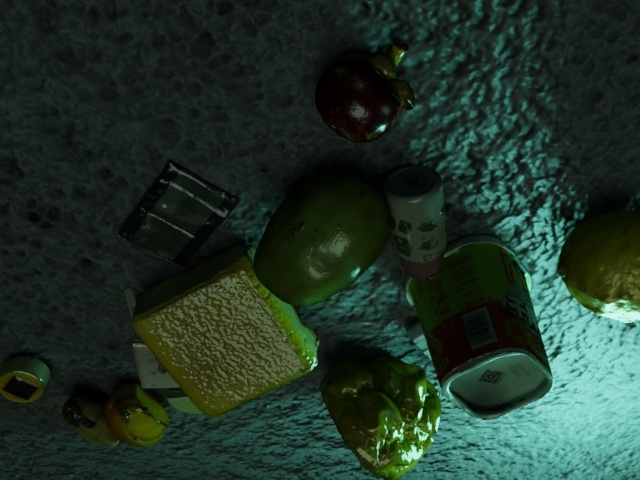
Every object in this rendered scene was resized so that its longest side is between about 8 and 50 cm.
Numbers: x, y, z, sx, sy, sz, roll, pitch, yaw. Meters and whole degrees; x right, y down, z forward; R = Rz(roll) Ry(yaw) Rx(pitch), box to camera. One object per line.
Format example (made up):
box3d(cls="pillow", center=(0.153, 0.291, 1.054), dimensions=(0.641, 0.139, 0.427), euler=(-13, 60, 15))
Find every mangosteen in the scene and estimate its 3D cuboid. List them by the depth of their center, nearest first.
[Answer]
box3d(cls="mangosteen", center=(0.079, -0.257, 1.066), dimensions=(0.156, 0.181, 0.146), euler=(38, 164, -11))

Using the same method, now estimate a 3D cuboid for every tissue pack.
box3d(cls="tissue pack", center=(-0.295, 0.297, 1.554), dimensions=(0.326, 0.071, 0.170), euler=(-1, 128, -1))

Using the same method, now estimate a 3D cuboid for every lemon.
box3d(cls="lemon", center=(0.637, 0.051, 1.273), dimensions=(0.288, 0.233, 0.233), euler=(0, 131, -3))

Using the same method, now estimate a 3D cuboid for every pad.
box3d(cls="pad", center=(-0.299, -0.045, 1.293), dimensions=(0.174, 0.022, 0.233), euler=(30, 123, -24))

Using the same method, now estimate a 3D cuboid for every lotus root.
box3d(cls="lotus root", center=(-0.633, 0.498, 1.705), dimensions=(0.110, 0.097, 0.258), euler=(-4, 139, 6))

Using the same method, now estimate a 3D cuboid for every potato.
box3d(cls="potato", center=(0.002, 0.001, 1.219), dimensions=(0.216, 0.215, 0.304), euler=(26, 123, -22))

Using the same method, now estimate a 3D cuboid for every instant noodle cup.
box3d(cls="instant noodle cup", center=(0.346, 0.194, 1.334), dimensions=(0.294, 0.307, 0.293), euler=(-1, 131, -1))

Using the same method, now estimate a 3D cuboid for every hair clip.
box3d(cls="hair clip", center=(-0.402, 0.215, 1.437), dimensions=(0.034, 0.072, 0.226), euler=(-25, 103, 5))

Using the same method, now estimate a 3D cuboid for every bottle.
box3d(cls="bottle", center=(0.200, -0.024, 1.267), dimensions=(0.120, 0.120, 0.253), euler=(-9, 132, 6))

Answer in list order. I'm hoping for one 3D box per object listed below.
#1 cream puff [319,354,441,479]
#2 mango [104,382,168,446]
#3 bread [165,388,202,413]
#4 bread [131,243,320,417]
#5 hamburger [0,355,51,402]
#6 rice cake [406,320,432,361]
box3d(cls="cream puff", center=(0.172, 0.419, 1.559), dimensions=(0.257, 0.291, 0.324), euler=(-36, 105, -1))
box3d(cls="mango", center=(-0.501, 0.488, 1.680), dimensions=(0.154, 0.126, 0.252), euler=(-15, 139, -9))
box3d(cls="bread", center=(-0.321, 0.441, 1.704), dimensions=(0.193, 0.036, 0.112), euler=(-6, 136, -1))
box3d(cls="bread", center=(-0.210, 0.209, 1.391), dimensions=(0.324, 0.143, 0.333), euler=(-26, 111, 11))
box3d(cls="hamburger", center=(-0.766, 0.358, 1.587), dimensions=(0.127, 0.081, 0.141), euler=(19, 115, -20))
box3d(cls="rice cake", center=(0.330, 0.308, 1.595), dimensions=(0.066, 0.063, 0.336), euler=(-35, 123, 15))
